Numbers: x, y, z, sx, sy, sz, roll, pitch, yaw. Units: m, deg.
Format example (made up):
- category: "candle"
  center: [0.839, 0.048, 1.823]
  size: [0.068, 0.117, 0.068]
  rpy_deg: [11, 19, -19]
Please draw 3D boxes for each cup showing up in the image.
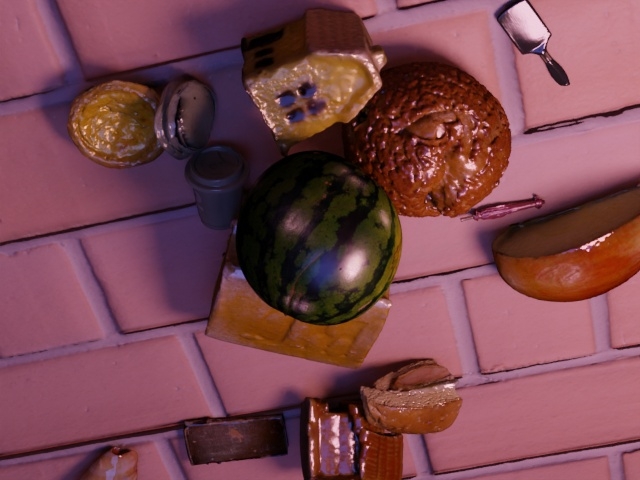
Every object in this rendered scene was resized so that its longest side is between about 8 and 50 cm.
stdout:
- category: "cup"
  center: [-0.190, -0.096, 1.889]
  size: [0.120, 0.120, 0.141]
  rpy_deg: [0, 138, 0]

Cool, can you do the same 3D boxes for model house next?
- category: "model house"
  center: [0.070, 0.444, 2.222]
  size: [0.229, 0.219, 0.200]
  rpy_deg: [2, 83, -8]
- category: "model house"
  center: [0.000, -0.281, 1.711]
  size: [0.234, 0.193, 0.175]
  rpy_deg: [-18, 122, 9]

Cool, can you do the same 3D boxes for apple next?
- category: "apple"
  center: [0.502, 0.016, 1.930]
  size: [0.346, 0.179, 0.254]
  rpy_deg: [-19, 166, 18]

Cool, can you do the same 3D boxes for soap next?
- category: "soap"
  center: [-0.039, 0.107, 1.953]
  size: [0.334, 0.156, 0.293]
  rpy_deg: [14, 150, -8]

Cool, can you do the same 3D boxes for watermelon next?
- category: "watermelon"
  center: [0.000, 0.000, 1.686]
  size: [0.285, 0.285, 0.285]
  rpy_deg: [0, 124, 0]

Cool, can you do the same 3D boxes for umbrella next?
- category: "umbrella"
  center: [0.352, -0.059, 1.957]
  size: [0.165, 0.027, 0.025]
  rpy_deg: [-11, 168, 6]

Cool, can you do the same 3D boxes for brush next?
- category: "brush"
  center: [0.383, -0.339, 1.773]
  size: [0.063, 0.016, 0.193]
  rpy_deg: [-32, 118, 21]

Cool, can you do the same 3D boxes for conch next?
- category: "conch"
  center: [-0.506, 0.597, 2.340]
  size: [0.158, 0.127, 0.255]
  rpy_deg: [17, 122, -10]

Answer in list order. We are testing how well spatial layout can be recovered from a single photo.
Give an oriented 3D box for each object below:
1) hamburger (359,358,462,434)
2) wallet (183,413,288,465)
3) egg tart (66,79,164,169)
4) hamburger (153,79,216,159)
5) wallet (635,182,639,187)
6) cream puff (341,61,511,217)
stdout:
- category: "hamburger"
  center: [0.185, 0.356, 2.126]
  size: [0.207, 0.135, 0.155]
  rpy_deg: [-10, 125, -33]
- category: "wallet"
  center: [-0.191, 0.449, 2.299]
  size: [0.232, 0.031, 0.122]
  rpy_deg: [-6, 120, 1]
- category: "egg tart"
  center: [-0.357, -0.215, 1.823]
  size: [0.191, 0.074, 0.191]
  rpy_deg: [-1, 124, -1]
- category: "hamburger"
  center: [-0.238, -0.216, 1.786]
  size: [0.062, 0.140, 0.133]
  rpy_deg: [1, 157, 26]
- category: "wallet"
  center: [0.632, -0.023, 1.978]
  size: [0.124, 0.032, 0.183]
  rpy_deg: [19, 123, -10]
- category: "cream puff"
  center: [0.189, -0.164, 1.774]
  size: [0.302, 0.212, 0.303]
  rpy_deg: [-3, 121, -5]
